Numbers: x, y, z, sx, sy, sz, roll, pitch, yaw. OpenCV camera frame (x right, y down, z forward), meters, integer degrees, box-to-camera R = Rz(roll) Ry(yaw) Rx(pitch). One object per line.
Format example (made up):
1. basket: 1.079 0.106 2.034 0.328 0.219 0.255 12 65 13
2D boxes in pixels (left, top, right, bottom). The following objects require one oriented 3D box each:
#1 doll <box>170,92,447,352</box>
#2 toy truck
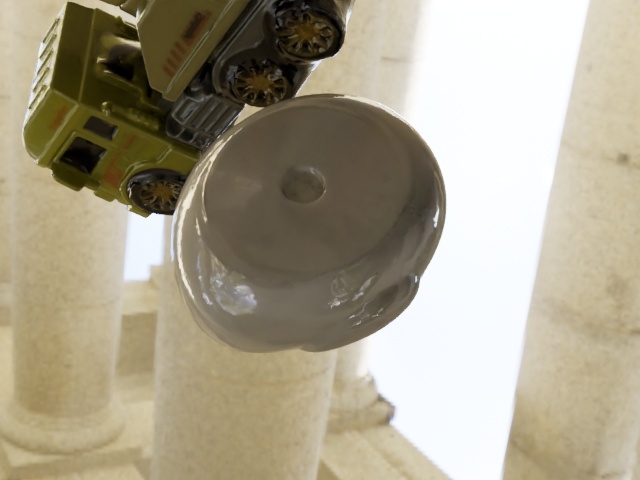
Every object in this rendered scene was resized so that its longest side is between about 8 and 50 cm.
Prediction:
1. doll: 0.000 0.000 0.858 0.251 0.221 0.221 -36 -145 -16
2. toy truck: -0.146 -0.202 1.007 0.254 0.405 0.181 23 -133 -25
